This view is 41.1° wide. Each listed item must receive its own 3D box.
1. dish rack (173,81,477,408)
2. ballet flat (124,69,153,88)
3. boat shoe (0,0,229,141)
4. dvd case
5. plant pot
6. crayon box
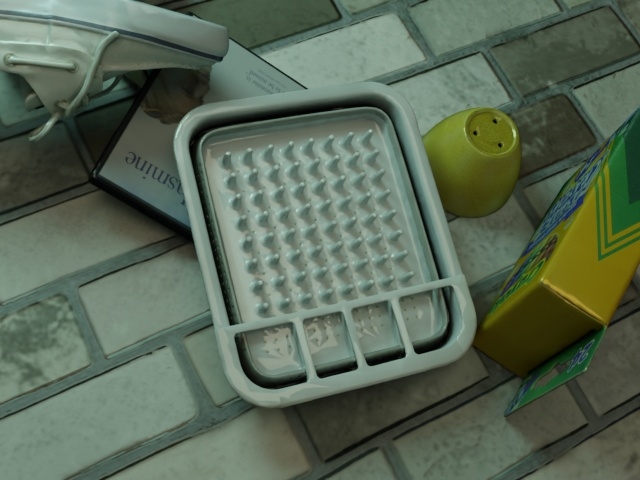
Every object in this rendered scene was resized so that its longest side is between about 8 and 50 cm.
[{"bbox_3d":[0.000,0.000,0.941,0.285,0.072,0.333,-11,79,-17],"label":"dish rack"},{"bbox_3d":[-0.237,-0.238,1.036,0.052,0.057,0.168,-25,68,10],"label":"ballet flat"},{"bbox_3d":[-0.282,-0.181,0.889,0.367,0.136,0.157,3,103,-20],"label":"boat shoe"},{"bbox_3d":[-0.131,-0.125,0.990,0.180,0.022,0.253,31,63,-16],"label":"dvd case"},{"bbox_3d":[0.191,-0.108,1.038,0.134,0.095,0.134,5,66,-11],"label":"plant pot"},{"bbox_3d":[0.279,0.021,0.940,0.083,0.203,0.323,34,64,4],"label":"crayon box"}]
